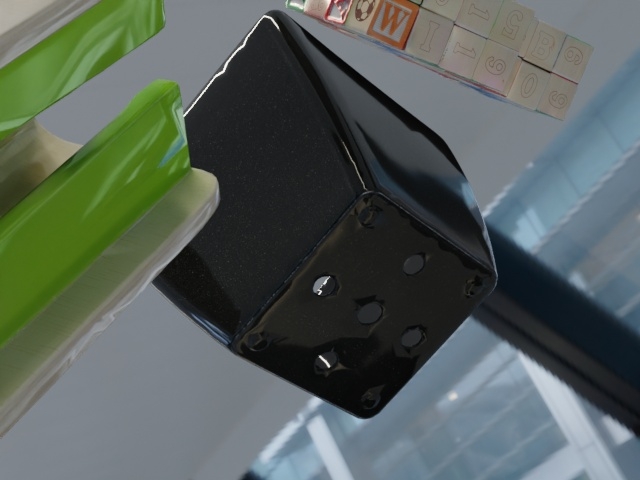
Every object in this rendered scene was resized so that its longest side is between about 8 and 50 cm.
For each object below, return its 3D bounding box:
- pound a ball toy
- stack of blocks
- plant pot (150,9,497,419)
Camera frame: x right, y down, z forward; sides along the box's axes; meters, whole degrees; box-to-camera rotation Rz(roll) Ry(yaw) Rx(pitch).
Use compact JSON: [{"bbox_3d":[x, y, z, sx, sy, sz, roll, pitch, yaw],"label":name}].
[{"bbox_3d":[-0.162,0.035,0.360,0.319,0.136,0.208,-51,-33,-46],"label":"pound a ball toy"},{"bbox_3d":[0.136,-0.213,1.174,0.297,0.171,0.087,17,-81,-33],"label":"stack of blocks"},{"bbox_3d":[0.000,0.000,0.738,0.188,0.167,0.187,33,-76,-36],"label":"plant pot"}]
